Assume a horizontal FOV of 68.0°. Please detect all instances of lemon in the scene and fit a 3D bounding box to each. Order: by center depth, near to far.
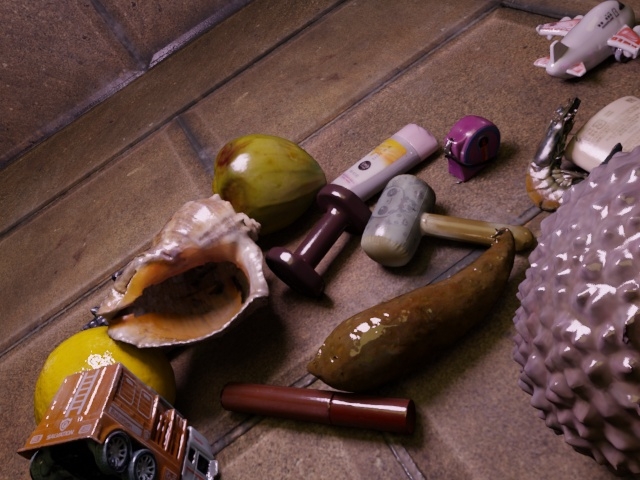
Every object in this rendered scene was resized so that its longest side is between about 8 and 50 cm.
[{"bbox_3d":[-0.407,0.274,0.901,0.241,0.240,0.219,-35,51,-3],"label":"lemon"}]

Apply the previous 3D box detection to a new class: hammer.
[{"bbox_3d":[0.245,-0.023,0.914,0.306,0.113,0.201,12,61,27],"label":"hammer"}]

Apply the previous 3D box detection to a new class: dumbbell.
[{"bbox_3d":[0.000,0.000,0.993,0.225,0.140,0.124,-51,17,-20],"label":"dumbbell"}]

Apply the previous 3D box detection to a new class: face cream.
[{"bbox_3d":[0.608,-0.127,0.797,0.174,0.081,0.348,-41,43,3],"label":"face cream"},{"bbox_3d":[0.142,-0.172,1.116,0.269,0.073,0.107,-36,51,-5],"label":"face cream"}]

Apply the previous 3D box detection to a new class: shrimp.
[{"bbox_3d":[0.466,-0.156,0.872,0.150,0.051,0.216,20,97,49],"label":"shrimp"}]

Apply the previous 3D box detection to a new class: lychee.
[{"bbox_3d":[0.423,0.072,0.536,0.432,0.380,0.380,-52,44,6],"label":"lychee"}]

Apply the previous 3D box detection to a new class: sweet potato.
[{"bbox_3d":[0.172,0.127,0.791,0.423,0.130,0.130,-32,43,-3],"label":"sweet potato"}]

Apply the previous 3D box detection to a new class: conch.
[{"bbox_3d":[-0.237,0.088,0.944,0.352,0.210,0.297,-45,57,-12],"label":"conch"}]

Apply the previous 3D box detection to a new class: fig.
[{"bbox_3d":[-0.121,-0.131,1.133,0.272,0.239,0.239,-3,44,-11],"label":"fig"}]

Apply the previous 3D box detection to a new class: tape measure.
[{"bbox_3d":[0.317,-0.201,1.010,0.125,0.118,0.074,-35,45,-8],"label":"tape measure"}]

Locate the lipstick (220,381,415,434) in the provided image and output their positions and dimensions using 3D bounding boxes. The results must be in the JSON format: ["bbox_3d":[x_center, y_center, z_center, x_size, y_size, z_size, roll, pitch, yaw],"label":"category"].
[{"bbox_3d":[-0.018,0.281,0.810,0.357,0.057,0.057,-4,50,28],"label":"lipstick"}]

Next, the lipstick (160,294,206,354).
[{"bbox_3d":[-0.356,0.219,1.048,0.255,0.070,0.070,-35,43,-4],"label":"lipstick"}]

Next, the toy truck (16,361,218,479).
[{"bbox_3d":[-0.287,0.331,0.745,0.137,0.305,0.162,-17,38,15],"label":"toy truck"}]

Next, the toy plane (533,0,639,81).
[{"bbox_3d":[0.605,-0.453,1.073,0.253,0.118,0.252,-14,46,15],"label":"toy plane"}]

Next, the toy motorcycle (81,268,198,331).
[{"bbox_3d":[-0.403,0.117,1.112,0.327,0.143,0.188,-39,3,-29],"label":"toy motorcycle"}]
